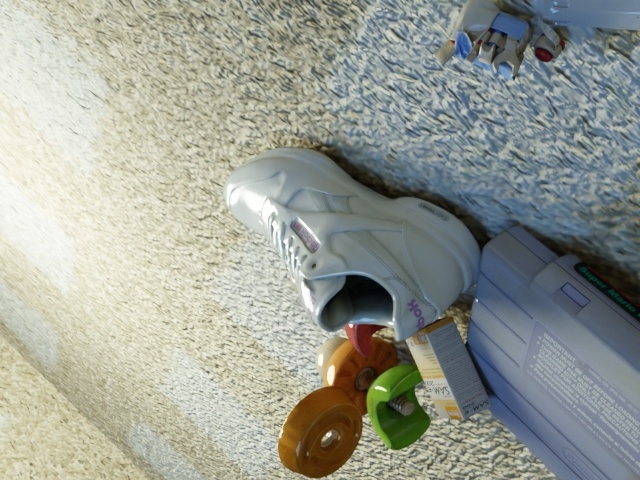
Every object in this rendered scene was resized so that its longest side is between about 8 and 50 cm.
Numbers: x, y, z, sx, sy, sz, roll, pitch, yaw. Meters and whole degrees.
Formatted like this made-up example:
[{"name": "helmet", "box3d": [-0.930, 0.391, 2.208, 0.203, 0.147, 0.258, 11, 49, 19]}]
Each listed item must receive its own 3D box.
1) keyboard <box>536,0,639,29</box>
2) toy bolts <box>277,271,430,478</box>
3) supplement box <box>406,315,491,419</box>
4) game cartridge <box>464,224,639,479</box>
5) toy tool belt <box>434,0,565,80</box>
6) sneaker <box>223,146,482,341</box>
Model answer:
[{"name": "keyboard", "box3d": [0.245, -0.158, 0.507, 0.256, 0.014, 0.072, 15, 133, 38]}, {"name": "toy bolts", "box3d": [0.008, 0.123, 0.943, 0.158, 0.218, 0.228, 28, 127, 45]}, {"name": "supplement box", "box3d": [0.128, 0.130, 0.860, 0.098, 0.036, 0.062, 66, 162, 4]}, {"name": "game cartridge", "box3d": [0.268, 0.165, 0.728, 0.355, 0.068, 0.230, 45, 148, 33]}, {"name": "toy tool belt", "box3d": [0.129, -0.137, 0.616, 0.083, 0.051, 0.052, 30, 176, 24]}, {"name": "sneaker", "box3d": [0.000, 0.000, 0.831, 0.305, 0.152, 0.114, 22, 143, 35]}]
